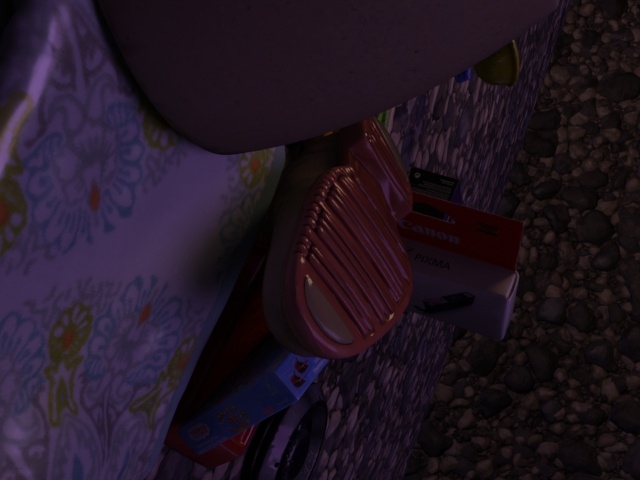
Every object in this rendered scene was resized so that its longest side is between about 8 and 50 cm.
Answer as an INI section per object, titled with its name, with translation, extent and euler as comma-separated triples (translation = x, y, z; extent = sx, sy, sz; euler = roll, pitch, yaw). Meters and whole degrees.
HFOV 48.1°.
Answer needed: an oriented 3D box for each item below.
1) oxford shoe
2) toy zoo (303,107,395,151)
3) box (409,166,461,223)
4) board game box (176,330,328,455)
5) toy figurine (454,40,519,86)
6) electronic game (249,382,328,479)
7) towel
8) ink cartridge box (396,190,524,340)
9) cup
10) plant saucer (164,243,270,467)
[oxford shoe]
translation = 0.000, 0.000, 0.703
extent = 0.140, 0.147, 0.397
euler = 58, 22, -16
[toy zoo]
translation = 0.045, -0.196, 0.946
extent = 0.293, 0.030, 0.192
euler = -33, 137, -60
[box]
translation = 0.213, 0.002, 1.455
extent = 0.184, 0.103, 0.261
euler = -63, 158, -17
[board game box]
translation = -0.032, 0.114, 0.725
extent = 0.160, 0.039, 0.211
euler = -37, -175, 37
[toy figurine]
translation = 0.207, -0.355, 1.163
extent = 0.217, 0.191, 0.362
euler = -36, 154, -10
[electronic game]
translation = -0.049, 0.329, 1.110
extent = 0.229, 0.048, 0.229
euler = -50, 150, -44
[towel]
translation = -0.160, 0.016, 0.503
extent = 0.320, 0.090, 0.374
euler = 42, 67, -69
[ink cartridge box]
translation = 0.150, 0.028, 1.053
extent = 0.060, 0.275, 0.239
euler = -61, 157, -27
[cup]
translation = 0.033, -0.228, 0.472
extent = 0.331, 0.237, 0.331
euler = -1, 90, -71
[plant saucer]
translation = -0.093, 0.128, 0.833
extent = 0.258, 0.048, 0.259
euler = 68, 43, -60
